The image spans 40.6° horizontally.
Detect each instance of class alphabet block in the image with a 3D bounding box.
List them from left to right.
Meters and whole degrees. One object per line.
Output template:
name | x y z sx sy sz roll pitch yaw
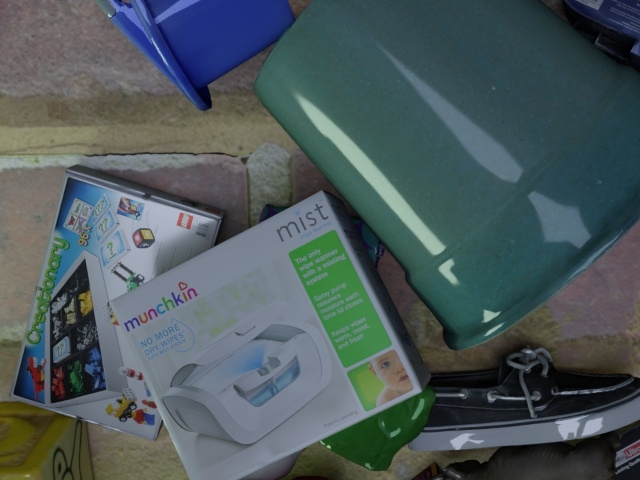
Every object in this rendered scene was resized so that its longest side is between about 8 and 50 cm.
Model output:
alphabet block | -0.399 0.329 1.075 0.193 0.192 0.197 -3 105 1

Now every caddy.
caddy | -0.160 -0.301 0.868 0.179 0.241 0.341 -25 103 4

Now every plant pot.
plant pot | 0.134 -0.125 0.875 0.334 0.341 0.341 44 102 -2

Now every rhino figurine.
rhino figurine | 0.241 0.278 1.045 0.243 0.106 0.073 -12 97 21

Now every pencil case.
pencil case | 0.000 0.000 1.034 0.152 0.064 0.070 9 77 0

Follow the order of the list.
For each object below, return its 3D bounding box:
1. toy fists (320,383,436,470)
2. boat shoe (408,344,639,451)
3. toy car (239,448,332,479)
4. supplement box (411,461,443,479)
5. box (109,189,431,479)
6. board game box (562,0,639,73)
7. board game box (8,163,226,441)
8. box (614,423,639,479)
toy fists | 0.004 0.149 1.042 0.279 0.096 0.142 29 114 12
boat shoe | 0.246 0.183 1.057 0.306 0.113 0.105 -10 94 19
toy car | -0.058 0.281 1.074 0.210 0.219 0.238 -2 77 2
supplement box | 0.138 0.343 1.136 0.083 0.043 0.055 -40 100 11
box | -0.050 0.107 0.934 0.262 0.127 0.231 -26 84 9
board game box | 0.342 -0.212 0.918 0.194 0.194 0.060 29 102 14
board game box | -0.252 0.080 1.066 0.193 0.053 0.305 18 103 -3
box | 0.381 0.401 1.041 0.295 0.073 0.293 -31 61 9
